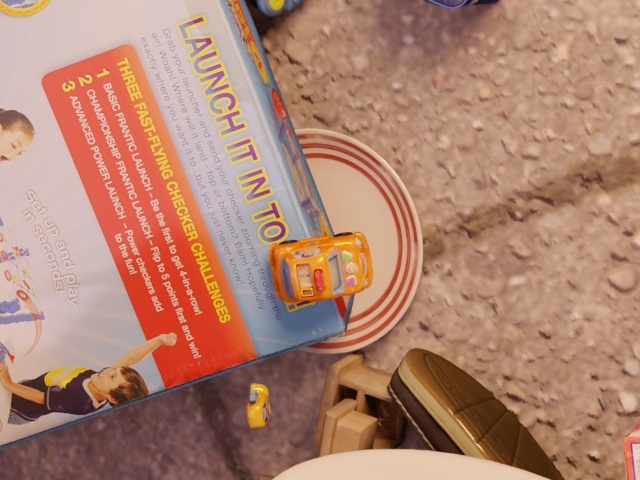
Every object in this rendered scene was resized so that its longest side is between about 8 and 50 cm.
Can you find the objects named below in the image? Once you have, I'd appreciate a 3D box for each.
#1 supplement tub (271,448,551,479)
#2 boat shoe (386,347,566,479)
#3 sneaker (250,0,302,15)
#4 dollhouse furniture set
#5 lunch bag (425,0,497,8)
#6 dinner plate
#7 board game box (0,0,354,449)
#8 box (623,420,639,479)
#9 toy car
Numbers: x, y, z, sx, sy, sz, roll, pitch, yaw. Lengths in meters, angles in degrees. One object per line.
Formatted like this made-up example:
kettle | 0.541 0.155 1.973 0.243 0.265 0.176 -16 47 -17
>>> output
supplement tub | 0.044 0.296 0.993 0.235 0.235 0.325 16 109 23
boat shoe | 0.111 0.163 1.124 0.223 0.080 0.073 47 111 5
sneaker | -0.041 -0.227 1.134 0.078 0.067 0.188 -5 101 48
dollhouse furniture set | -0.038 0.159 1.137 0.101 0.182 0.161 18 108 23
lunch bag | 0.078 -0.181 1.075 0.067 0.065 0.098 25 111 20
dinner plate | 0.000 0.000 1.179 0.141 0.017 0.141 6 104 26
board game box | -0.173 -0.047 1.122 0.302 0.086 0.308 -19 101 10
box | 0.268 0.226 1.023 0.154 0.142 0.300 -5 99 27
toy car | -0.007 0.054 1.064 0.060 0.040 0.122 9 104 3
